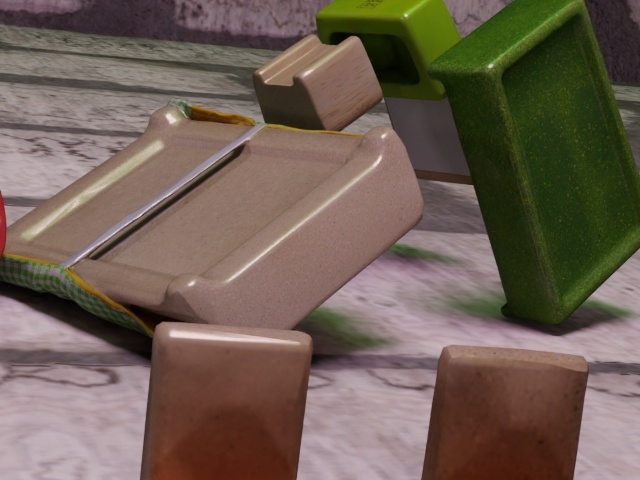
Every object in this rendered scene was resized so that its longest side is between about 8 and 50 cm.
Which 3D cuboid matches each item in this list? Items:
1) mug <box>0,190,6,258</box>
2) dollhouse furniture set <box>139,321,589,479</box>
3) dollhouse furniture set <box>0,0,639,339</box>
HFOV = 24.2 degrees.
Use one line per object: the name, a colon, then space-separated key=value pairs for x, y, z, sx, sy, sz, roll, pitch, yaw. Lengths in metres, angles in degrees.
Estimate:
mug: x=-0.182 y=-0.036 z=0.649 sx=0.150 sy=0.113 sz=0.169 roll=26 pitch=33 yaw=-31
dollhouse furniture set: x=-0.019 y=0.071 z=0.265 sx=0.259 sy=0.135 sz=0.262 roll=5 pitch=12 yaw=-10
dollhouse furniture set: x=0.000 y=0.000 z=0.793 sx=0.197 sy=0.151 sz=0.301 roll=10 pitch=39 yaw=47
